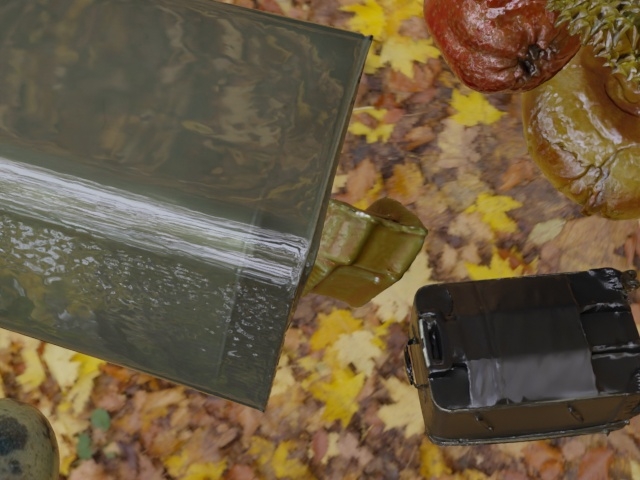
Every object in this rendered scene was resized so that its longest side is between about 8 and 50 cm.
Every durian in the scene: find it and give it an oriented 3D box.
[{"bbox_3d":[0.313,-0.234,0.997,0.252,0.144,0.139,-2,59,42],"label":"durian"}]

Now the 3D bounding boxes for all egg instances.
[{"bbox_3d":[-0.309,0.216,0.934,0.141,0.182,0.141,12,128,17],"label":"egg"}]

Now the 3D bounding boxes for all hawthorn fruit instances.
[{"bbox_3d":[0.232,-0.314,1.391,0.205,0.205,0.253,-42,50,18],"label":"hawthorn fruit"}]

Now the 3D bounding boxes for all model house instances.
[{"bbox_3d":[0.005,-0.009,1.637,0.268,0.239,0.173,-46,38,49],"label":"model house"}]

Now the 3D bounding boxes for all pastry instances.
[{"bbox_3d":[0.500,-0.202,1.760,0.355,0.164,0.356,5,65,-11],"label":"pastry"}]

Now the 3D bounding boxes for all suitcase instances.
[{"bbox_3d":[0.361,0.199,1.818,0.433,0.194,0.283,-4,55,-5],"label":"suitcase"}]

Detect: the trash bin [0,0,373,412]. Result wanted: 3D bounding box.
[{"bbox_3d":[-0.114,-0.039,0.487,0.240,0.164,0.122,15,136,-1],"label":"trash bin"}]
